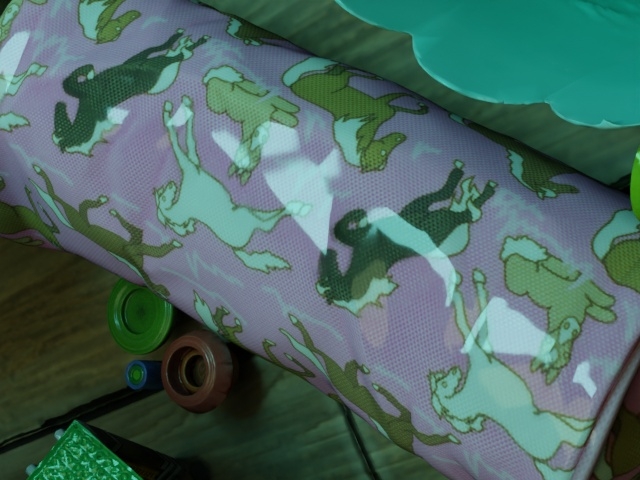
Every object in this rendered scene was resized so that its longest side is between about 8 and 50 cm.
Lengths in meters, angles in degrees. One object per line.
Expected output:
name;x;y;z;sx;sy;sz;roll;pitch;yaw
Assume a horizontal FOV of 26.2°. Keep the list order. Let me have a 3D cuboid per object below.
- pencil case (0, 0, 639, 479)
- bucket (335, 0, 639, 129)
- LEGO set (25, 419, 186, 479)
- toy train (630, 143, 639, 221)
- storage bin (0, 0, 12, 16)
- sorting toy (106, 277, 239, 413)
pencil case;0.000;0.000;0.652;0.386;0.160;0.167;29;102;27
bucket;0.128;-0.185;0.494;0.281;0.183;0.281;12;111;32
LEGO set;-0.078;0.261;0.754;0.331;0.192;0.255;28;82;19
toy train;0.171;-0.012;0.481;0.143;0.248;0.105;19;115;34
storage bin;-0.309;-0.103;0.863;0.262;0.123;0.260;-28;87;38
sorting toy;-0.084;0.063;0.816;0.102;0.042;0.061;48;111;28
